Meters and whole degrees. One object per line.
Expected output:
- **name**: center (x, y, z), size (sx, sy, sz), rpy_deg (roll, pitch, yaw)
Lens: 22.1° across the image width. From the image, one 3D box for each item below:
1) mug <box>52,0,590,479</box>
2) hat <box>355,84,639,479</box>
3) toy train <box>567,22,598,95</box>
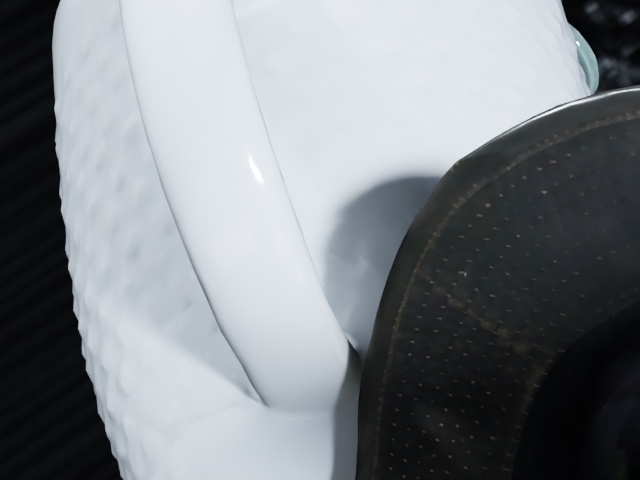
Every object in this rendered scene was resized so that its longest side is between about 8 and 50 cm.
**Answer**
- **mug**: center (0.000, 0.000, 0.766), size (0.374, 0.276, 0.328), rpy_deg (58, 19, -56)
- **hat**: center (0.163, 0.096, 0.546), size (0.331, 0.134, 0.331), rpy_deg (3, -86, 45)
- **toy train**: center (0.067, -0.183, 1.140), size (0.190, 0.142, 0.334), rpy_deg (19, -38, 48)
